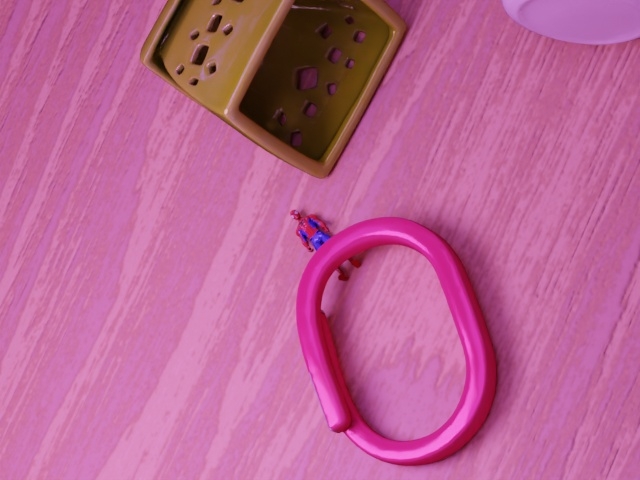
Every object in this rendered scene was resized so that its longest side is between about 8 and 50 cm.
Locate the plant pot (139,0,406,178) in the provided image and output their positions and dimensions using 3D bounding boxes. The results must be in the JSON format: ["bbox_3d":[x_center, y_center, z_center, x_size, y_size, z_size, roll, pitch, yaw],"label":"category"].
[{"bbox_3d":[-0.069,-0.238,2.149,0.207,0.227,0.228,28,88,38],"label":"plant pot"}]

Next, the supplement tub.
[{"bbox_3d":[0.308,-0.374,2.009,0.191,0.191,0.272,0,74,28],"label":"supplement tub"}]

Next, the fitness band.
[{"bbox_3d":[0.086,0.115,2.039,0.209,0.054,0.291,-24,68,14],"label":"fitness band"}]

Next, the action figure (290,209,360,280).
[{"bbox_3d":[0.000,0.000,2.143,0.038,0.030,0.115,-51,56,10],"label":"action figure"}]
